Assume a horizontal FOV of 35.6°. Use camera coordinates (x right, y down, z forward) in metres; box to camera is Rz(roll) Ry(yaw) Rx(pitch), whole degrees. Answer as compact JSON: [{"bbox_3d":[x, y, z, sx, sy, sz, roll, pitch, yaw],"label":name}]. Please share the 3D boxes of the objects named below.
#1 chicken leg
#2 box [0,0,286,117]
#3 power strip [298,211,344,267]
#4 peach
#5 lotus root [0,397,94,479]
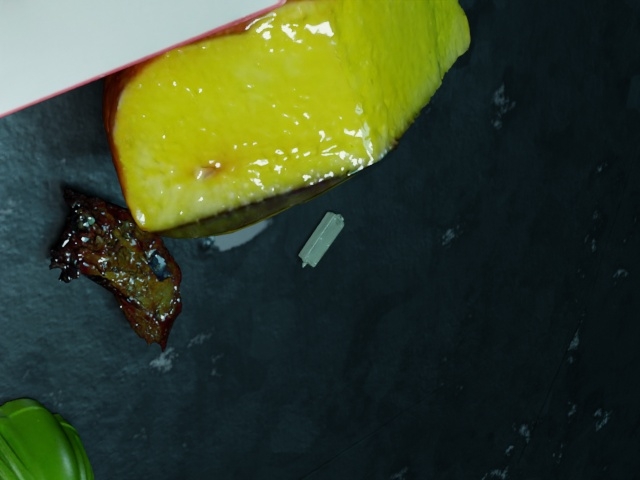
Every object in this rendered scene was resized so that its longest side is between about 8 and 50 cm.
[{"bbox_3d":[-0.210,0.029,1.068,0.105,0.063,0.234,-48,136,-6],"label":"chicken leg"},{"bbox_3d":[-0.253,-0.279,0.693,0.314,0.312,0.300,-29,125,-29],"label":"box"},{"bbox_3d":[0.000,0.000,1.280,0.083,0.017,0.027,-54,135,-8],"label":"power strip"},{"bbox_3d":[-0.051,-0.178,0.947,0.380,0.306,0.242,-54,127,-39],"label":"peach"},{"bbox_3d":[-0.300,0.279,1.036,0.186,0.186,0.186,-20,123,-35],"label":"lotus root"}]
